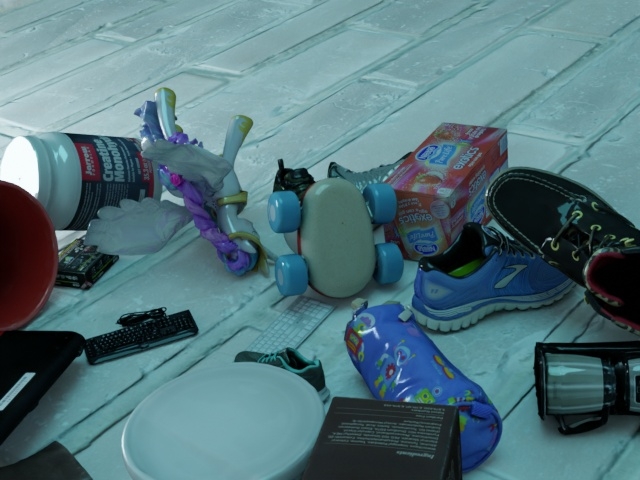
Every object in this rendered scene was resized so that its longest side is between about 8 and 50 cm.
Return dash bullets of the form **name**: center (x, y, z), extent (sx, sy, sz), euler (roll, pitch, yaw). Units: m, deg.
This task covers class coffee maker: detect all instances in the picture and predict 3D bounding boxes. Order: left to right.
- **coffee maker**: center (0.398, 0.188, 1.505), extent (0.178, 0.120, 0.171), euler (-1, 29, 8)

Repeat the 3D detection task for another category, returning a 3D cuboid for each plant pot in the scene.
- **plant pot**: center (-0.652, 0.026, 1.880), extent (0.243, 0.274, 0.275), euler (1, 29, 34)

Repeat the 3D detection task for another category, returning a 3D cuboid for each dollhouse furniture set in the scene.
- **dollhouse furniture set**: center (0.111, 0.130, 1.718), extent (0.114, 0.091, 0.081), euler (-28, 51, -38)

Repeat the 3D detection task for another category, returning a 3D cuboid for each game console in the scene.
- **game console**: center (-0.586, 0.249, 1.614), extent (0.342, 0.060, 0.386), euler (0, 25, 15)

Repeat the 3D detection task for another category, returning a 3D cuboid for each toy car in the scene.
- **toy car**: center (0.000, 0.000, 1.903), extent (0.219, 0.210, 0.238), euler (-7, -1, -19)

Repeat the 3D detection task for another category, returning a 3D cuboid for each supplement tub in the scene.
- **supplement tub**: center (-0.465, -0.113, 2.056), extent (0.272, 0.191, 0.191), euler (-1, 19, -43)

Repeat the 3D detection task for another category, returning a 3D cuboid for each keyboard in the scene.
- **keyboard**: center (-0.312, 0.150, 1.798), extent (0.192, 0.038, 0.100), euler (-15, 30, -17)
- **keyboard**: center (-0.068, 0.166, 1.744), extent (0.072, 0.014, 0.256), euler (12, 35, 29)

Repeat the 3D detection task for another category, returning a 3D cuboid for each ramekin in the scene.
- **ramekin**: center (-0.123, 0.293, 1.417), extent (0.273, 0.127, 0.273), euler (-4, 29, 2)

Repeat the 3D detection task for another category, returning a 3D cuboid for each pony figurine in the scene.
- **pony figurine**: center (-0.241, -0.110, 1.956), extent (0.351, 0.303, 0.363), euler (17, 43, -36)

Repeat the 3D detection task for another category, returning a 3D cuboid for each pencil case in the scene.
- **pencil case**: center (0.143, 0.202, 1.524), extent (0.119, 0.133, 0.306), euler (17, 18, -30)

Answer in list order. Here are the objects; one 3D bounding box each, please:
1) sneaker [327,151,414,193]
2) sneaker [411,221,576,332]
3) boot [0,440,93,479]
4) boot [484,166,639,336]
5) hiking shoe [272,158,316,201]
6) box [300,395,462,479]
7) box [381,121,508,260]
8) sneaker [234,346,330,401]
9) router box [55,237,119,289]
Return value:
- **sneaker**: center (0.085, -0.128, 2.037), extent (0.132, 0.086, 0.229), euler (38, 59, 16)
- **sneaker**: center (0.304, 0.038, 1.760), extent (0.330, 0.147, 0.130), euler (-18, 31, -20)
- **boot**: center (-0.392, 0.362, 1.384), extent (0.207, 0.090, 0.248), euler (-25, 31, -26)
- **boot**: center (0.413, 0.019, 1.575), extent (0.377, 0.138, 0.284), euler (37, 12, 5)
- **hiking shoe**: center (-0.039, -0.080, 2.067), extent (0.086, 0.114, 0.227), euler (-21, 33, -23)
- **box**: center (0.077, 0.320, 1.287), extent (0.167, 0.168, 0.203), euler (3, 30, 16)
- **box**: center (0.242, -0.094, 2.001), extent (0.142, 0.154, 0.300), euler (10, 34, 28)
- **sneaker**: center (-0.059, 0.191, 1.623), extent (0.167, 0.076, 0.065), euler (15, 35, 24)
- **router box**: center (-0.455, 0.044, 2.010), extent (0.092, 0.038, 0.122), euler (6, 32, 20)
